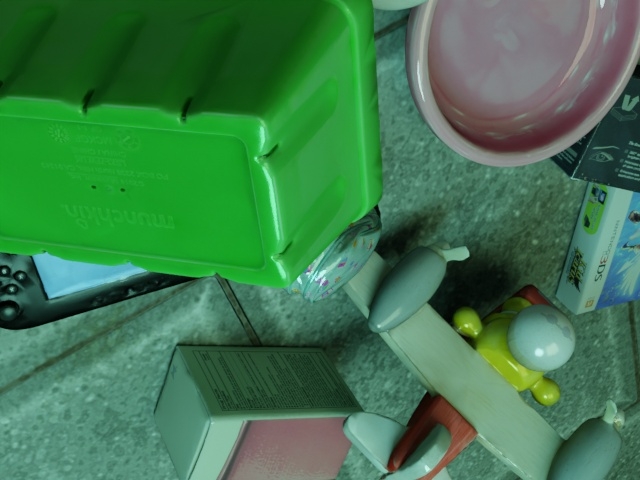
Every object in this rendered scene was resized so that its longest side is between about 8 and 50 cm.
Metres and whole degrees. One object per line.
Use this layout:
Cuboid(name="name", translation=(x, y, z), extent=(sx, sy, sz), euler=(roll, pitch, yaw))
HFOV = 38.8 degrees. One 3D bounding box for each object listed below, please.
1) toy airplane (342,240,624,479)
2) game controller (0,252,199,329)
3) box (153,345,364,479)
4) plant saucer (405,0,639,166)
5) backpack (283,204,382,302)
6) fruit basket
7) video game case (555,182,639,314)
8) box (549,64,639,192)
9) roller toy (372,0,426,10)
Cuboid(name="toy airplane", translation=(0.216, 0.183, 1.196), extent=(0.386, 0.384, 0.272), euler=(15, 138, -28))
Cuboid(name="game controller", translation=(-0.229, -0.006, 1.005), extent=(0.319, 0.067, 0.166), euler=(-17, 134, -11))
Cuboid(name="box", translation=(-0.084, 0.235, 1.224), extent=(0.232, 0.148, 0.126), euler=(5, 120, -31))
Cuboid(name="plant saucer", translation=(0.239, -0.255, 1.086), extent=(0.332, 0.084, 0.332), euler=(-11, 119, -20))
Cuboid(name="backpack", translation=(0.000, 0.000, 1.089), extent=(0.152, 0.115, 0.182), euler=(-64, 164, 17))
Cuboid(name="fruit basket", translation=(-0.120, -0.164, 0.828), extent=(0.392, 0.392, 0.283), euler=(-20, 131, -16))
Cuboid(name="video game case", translation=(0.526, -0.016, 1.457), extent=(0.270, 0.061, 0.244), euler=(-11, 127, -24))
Cuboid(name="box", translation=(0.421, -0.158, 1.256), extent=(0.156, 0.093, 0.158), euler=(10, 118, -22))
Cuboid(name="roller toy", translation=(0.062, -0.336, 0.903), extent=(0.191, 0.146, 0.209), euler=(-27, 131, -12))
